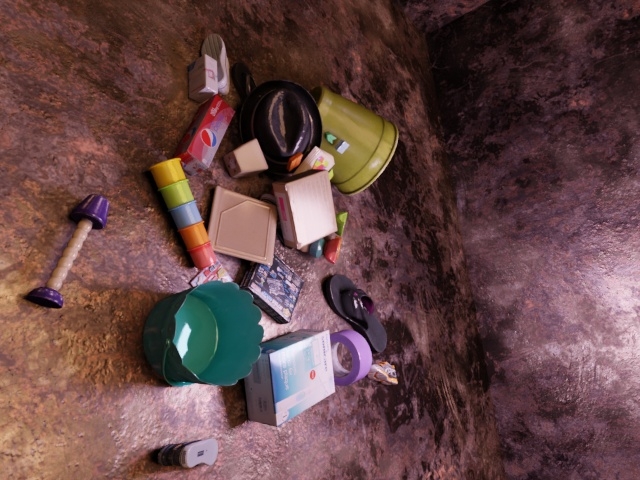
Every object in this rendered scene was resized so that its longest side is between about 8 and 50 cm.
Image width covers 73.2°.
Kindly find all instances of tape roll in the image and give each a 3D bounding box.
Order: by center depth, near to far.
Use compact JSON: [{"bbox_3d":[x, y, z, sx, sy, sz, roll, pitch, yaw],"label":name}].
[{"bbox_3d":[0.086,0.424,1.564,0.080,0.189,0.189,1,76,-53],"label":"tape roll"}]

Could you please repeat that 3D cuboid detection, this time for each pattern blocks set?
[{"bbox_3d":[-0.035,-0.252,1.585,0.026,0.325,0.285,48,25,23],"label":"pattern blocks set"}]

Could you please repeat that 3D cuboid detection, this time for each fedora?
[{"bbox_3d":[-0.131,-0.401,1.500,0.152,0.334,0.334,-149,-145,-79],"label":"fedora"}]

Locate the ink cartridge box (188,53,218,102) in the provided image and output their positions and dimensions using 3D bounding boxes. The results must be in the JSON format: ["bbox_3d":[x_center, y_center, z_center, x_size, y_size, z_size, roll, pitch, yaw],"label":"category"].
[{"bbox_3d":[-0.382,-0.523,1.398,0.052,0.088,0.122,16,65,-52],"label":"ink cartridge box"}]

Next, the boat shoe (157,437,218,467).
[{"bbox_3d":[-0.331,0.536,1.092,0.183,0.083,0.065,60,29,-64],"label":"boat shoe"}]

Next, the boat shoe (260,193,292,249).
[{"bbox_3d":[-0.150,-0.061,1.543,0.228,0.080,0.076,59,37,-31],"label":"boat shoe"}]

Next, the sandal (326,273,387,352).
[{"bbox_3d":[0.180,0.294,1.802,0.446,0.107,0.168,51,42,-27],"label":"sandal"}]

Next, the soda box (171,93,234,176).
[{"bbox_3d":[-0.363,-0.332,1.348,0.083,0.092,0.263,40,48,-35],"label":"soda box"}]

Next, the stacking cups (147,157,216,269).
[{"bbox_3d":[-0.389,-0.068,1.225,0.096,0.096,0.316,-29,103,-53],"label":"stacking cups"}]

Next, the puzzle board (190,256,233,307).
[{"bbox_3d":[-0.323,0.123,1.295,0.096,0.011,0.128,58,40,-20],"label":"puzzle board"}]

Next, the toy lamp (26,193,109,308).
[{"bbox_3d":[-0.558,0.016,0.977,0.080,0.080,0.275,37,52,-39],"label":"toy lamp"}]

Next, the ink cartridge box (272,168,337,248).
[{"bbox_3d":[-0.051,-0.115,1.509,0.193,0.088,0.235,-24,115,-34],"label":"ink cartridge box"}]

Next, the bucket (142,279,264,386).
[{"bbox_3d":[-0.307,0.246,1.125,0.281,0.183,0.281,21,62,-46],"label":"bucket"}]

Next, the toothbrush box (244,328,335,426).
[{"bbox_3d":[-0.093,0.419,1.365,0.295,0.126,0.216,-5,90,-54],"label":"toothbrush box"}]

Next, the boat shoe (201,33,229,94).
[{"bbox_3d":[-0.358,-0.602,1.485,0.076,0.083,0.226,65,16,-69],"label":"boat shoe"}]

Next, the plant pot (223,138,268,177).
[{"bbox_3d":[-0.261,-0.268,1.454,0.096,0.109,0.109,-27,99,-40],"label":"plant pot"}]

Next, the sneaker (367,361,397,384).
[{"bbox_3d":[0.262,0.556,1.840,0.215,0.084,0.083,43,43,-48],"label":"sneaker"}]

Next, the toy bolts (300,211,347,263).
[{"bbox_3d":[0.000,0.000,1.704,0.228,0.158,0.218,-71,172,-51],"label":"toy bolts"}]

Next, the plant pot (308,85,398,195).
[{"bbox_3d":[0.064,-0.431,1.766,0.353,0.366,0.367,31,53,-29],"label":"plant pot"}]

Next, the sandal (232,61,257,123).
[{"bbox_3d":[-0.256,-0.539,1.597,0.097,0.054,0.255,-15,89,-54],"label":"sandal"}]

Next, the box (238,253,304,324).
[{"bbox_3d":[-0.160,0.152,1.462,0.220,0.051,0.175,46,45,-32],"label":"box"}]

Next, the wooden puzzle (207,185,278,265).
[{"bbox_3d":[-0.251,-0.043,1.396,0.238,0.044,0.221,20,61,-31],"label":"wooden puzzle"}]
